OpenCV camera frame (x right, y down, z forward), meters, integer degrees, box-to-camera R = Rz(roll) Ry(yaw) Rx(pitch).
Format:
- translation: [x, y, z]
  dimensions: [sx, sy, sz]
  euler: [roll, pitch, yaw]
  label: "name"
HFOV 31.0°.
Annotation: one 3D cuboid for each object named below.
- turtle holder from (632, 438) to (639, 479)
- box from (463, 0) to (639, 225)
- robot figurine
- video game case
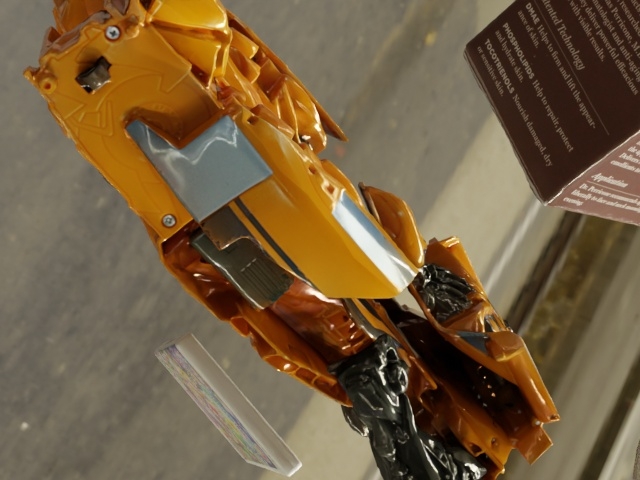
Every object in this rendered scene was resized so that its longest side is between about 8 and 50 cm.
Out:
- translation: [0.185, 0.115, 0.272]
  dimensions: [0.243, 0.227, 0.320]
  euler: [42, 81, -35]
  label: "turtle holder"
- translation: [0.263, -0.138, 0.931]
  dimensions: [0.168, 0.167, 0.203]
  euler: [9, 140, -45]
  label: "box"
- translation: [0.000, 0.000, 0.484]
  dimensions: [0.085, 0.211, 0.291]
  euler: [-38, 117, 9]
  label: "robot figurine"
- translation: [-0.053, 0.088, 0.622]
  dimensions: [0.011, 0.087, 0.122]
  euler: [-40, -177, -15]
  label: "video game case"
